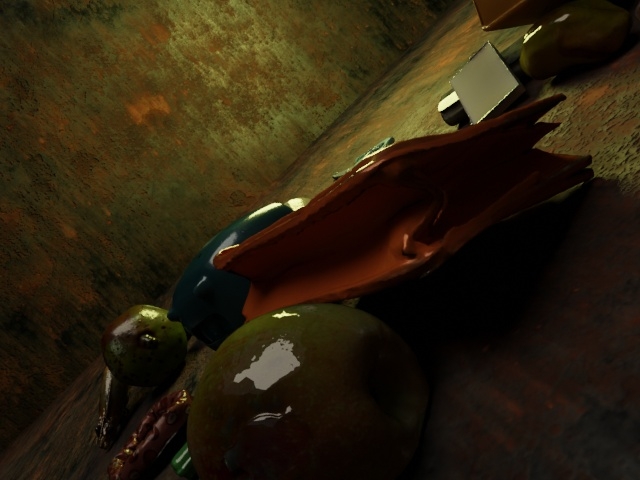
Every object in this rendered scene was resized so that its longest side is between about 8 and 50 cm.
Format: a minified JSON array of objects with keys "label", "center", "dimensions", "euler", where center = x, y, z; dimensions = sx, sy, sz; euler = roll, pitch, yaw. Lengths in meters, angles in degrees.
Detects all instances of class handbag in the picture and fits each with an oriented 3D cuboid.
[{"label":"handbag","center":[0.070,-0.023,0.690],"dimensions":[0.303,0.116,0.410],"euler":[-26,0,-36]}]

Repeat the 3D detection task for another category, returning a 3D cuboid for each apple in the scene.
[{"label":"apple","center":[-0.016,0.150,0.529],"dimensions":[0.188,0.174,0.207],"euler":[-40,29,32]}]

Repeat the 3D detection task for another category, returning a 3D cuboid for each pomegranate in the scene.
[{"label":"pomegranate","center":[-0.418,0.242,1.392],"dimensions":[0.198,0.198,0.246],"euler":[-43,14,7]}]

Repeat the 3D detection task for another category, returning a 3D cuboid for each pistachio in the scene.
[{"label":"pistachio","center":[0.379,-0.311,0.870],"dimensions":[0.110,0.100,0.189],"euler":[-52,13,-13]}]

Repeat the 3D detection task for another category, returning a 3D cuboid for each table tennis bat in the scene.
[{"label":"table tennis bat","center":[-0.123,0.238,0.855],"dimensions":[0.257,0.039,0.160],"euler":[-49,11,-28]}]

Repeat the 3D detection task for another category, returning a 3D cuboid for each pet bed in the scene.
[{"label":"pet bed","center":[-0.293,0.346,1.006],"dimensions":[0.201,0.053,0.201],"euler":[-47,10,11]}]

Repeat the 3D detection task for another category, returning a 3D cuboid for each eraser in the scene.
[{"label":"eraser","center":[0.294,-0.278,1.034],"dimensions":[0.104,0.023,0.150],"euler":[-45,38,31]}]

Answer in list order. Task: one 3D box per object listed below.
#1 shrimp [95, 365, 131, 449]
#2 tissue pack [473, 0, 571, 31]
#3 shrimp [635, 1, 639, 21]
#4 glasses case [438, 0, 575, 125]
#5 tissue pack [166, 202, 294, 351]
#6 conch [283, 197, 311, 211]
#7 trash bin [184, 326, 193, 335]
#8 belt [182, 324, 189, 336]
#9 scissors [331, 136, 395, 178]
[{"label":"shrimp","center":[-0.501,0.397,1.409],"dimensions":[0.287,0.063,0.152],"euler":[-99,11,-50]},{"label":"tissue pack","center":[0.409,-0.482,0.994],"dimensions":[0.274,0.145,0.194],"euler":[-20,-4,-32]},{"label":"shrimp","center":[0.511,-0.388,0.796],"dimensions":[0.164,0.062,0.317],"euler":[-35,18,47]},{"label":"glasses case","center":[0.356,-0.326,1.075],"dimensions":[0.299,0.060,0.114],"euler":[-33,18,43]},{"label":"tissue pack","center":[-0.127,0.082,0.963],"dimensions":[0.206,0.198,0.287],"euler":[-45,7,-31]},{"label":"conch","center":[0.002,0.009,1.068],"dimensions":[0.158,0.127,0.255],"euler":[-22,35,-10]},{"label":"trash bin","center":[-0.275,0.180,1.452],"dimensions":[0.130,0.059,0.116],"euler":[-29,19,53]},{"label":"belt","center":[-0.411,0.248,1.618],"dimensions":[0.151,0.078,0.198],"euler":[-43,11,13]},{"label":"scissors","center":[0.085,-0.194,1.573],"dimensions":[0.191,0.029,0.360],"euler":[-48,14,-10]}]
